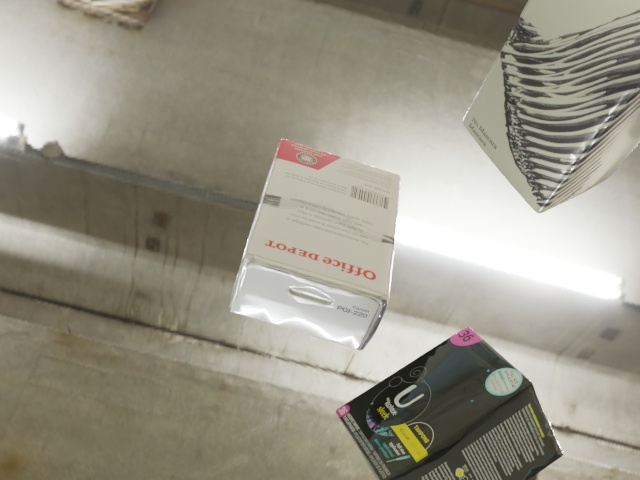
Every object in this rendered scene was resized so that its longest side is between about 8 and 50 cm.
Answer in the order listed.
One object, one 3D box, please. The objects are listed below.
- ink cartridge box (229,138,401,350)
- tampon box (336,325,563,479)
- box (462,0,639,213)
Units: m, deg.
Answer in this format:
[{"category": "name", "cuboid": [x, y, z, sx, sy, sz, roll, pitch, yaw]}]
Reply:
[{"category": "ink cartridge box", "cuboid": [0.000, 0.000, 0.903, 0.158, 0.092, 0.218, 17, -139, -4]}, {"category": "tampon box", "cuboid": [0.121, 0.183, 0.758, 0.161, 0.101, 0.120, -32, -152, -7]}, {"category": "box", "cuboid": [0.209, -0.146, 0.558, 0.094, 0.275, 0.113, -25, -114, -26]}]
